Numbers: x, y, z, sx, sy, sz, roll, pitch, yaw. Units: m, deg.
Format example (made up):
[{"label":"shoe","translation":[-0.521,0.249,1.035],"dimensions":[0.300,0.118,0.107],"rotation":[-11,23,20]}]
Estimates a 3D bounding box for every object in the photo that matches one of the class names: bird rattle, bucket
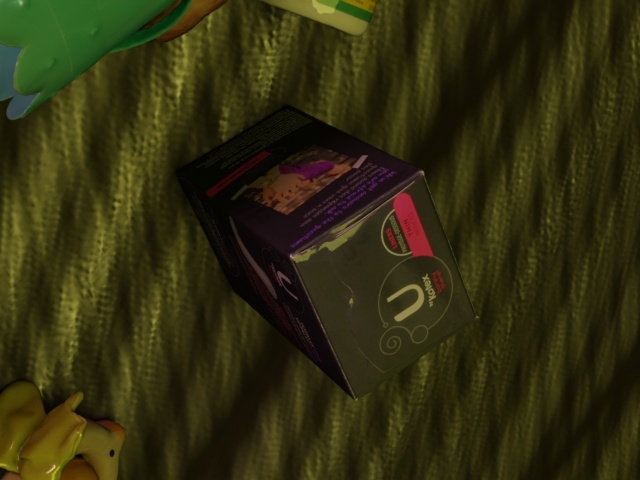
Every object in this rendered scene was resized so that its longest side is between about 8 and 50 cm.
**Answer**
[{"label":"bird rattle","translation":[-0.263,0.260,1.150],"dimensions":[0.207,0.143,0.253],"rotation":[5,95,-62]},{"label":"bucket","translation":[-0.231,-0.247,0.919],"dimensions":[0.183,0.281,0.281],"rotation":[-38,121,-16]}]

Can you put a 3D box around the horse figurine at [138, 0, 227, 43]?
[{"label":"horse figurine","translation":[-0.052,-0.267,1.045],"dimensions":[0.066,0.263,0.174],"rotation":[10,81,-68]}]

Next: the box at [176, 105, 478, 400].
[{"label":"box","translation":[0.000,0.000,1.122],"dimensions":[0.143,0.270,0.165],"rotation":[-32,120,-14]}]

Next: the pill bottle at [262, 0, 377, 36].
[{"label":"pill bottle","translation":[0.022,-0.305,1.114],"dimensions":[0.118,0.117,0.208],"rotation":[15,101,-31]}]
